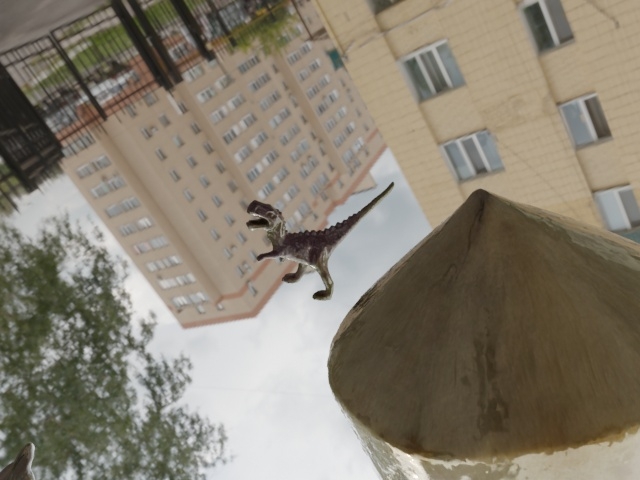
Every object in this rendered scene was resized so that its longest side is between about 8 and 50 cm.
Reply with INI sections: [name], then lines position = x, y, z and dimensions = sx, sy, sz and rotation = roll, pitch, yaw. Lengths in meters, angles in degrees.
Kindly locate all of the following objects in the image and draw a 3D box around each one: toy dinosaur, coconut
[toy dinosaur]
position = -0.001, 0.002, 1.041
dimensions = 0.251, 0.200, 0.072
rotation = 1, -153, -1
[coconut]
position = 0.163, 0.103, 0.500
dimensions = 0.328, 0.329, 0.329
rotation = -27, -159, 11

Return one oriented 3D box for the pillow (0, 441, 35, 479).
[pillow]
position = -0.158, 0.190, 0.217
dimensions = 0.131, 0.038, 0.233
rotation = -57, -163, 20
